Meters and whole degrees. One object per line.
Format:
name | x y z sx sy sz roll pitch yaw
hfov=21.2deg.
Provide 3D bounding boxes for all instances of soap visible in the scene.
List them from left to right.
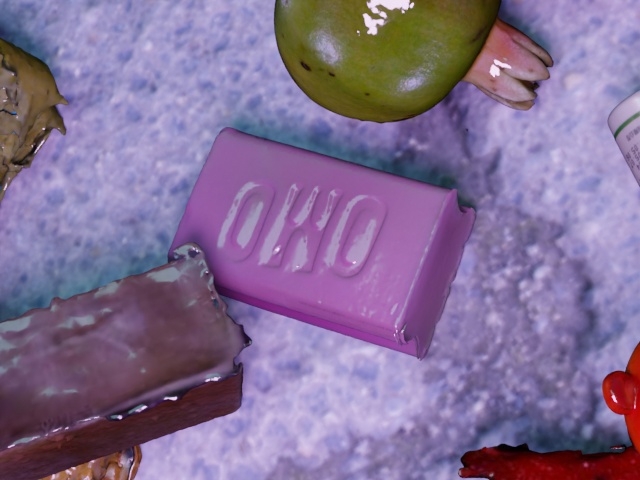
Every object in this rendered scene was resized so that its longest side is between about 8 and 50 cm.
soap | 0.000 0.000 1.255 0.203 0.065 0.122 16 79 26

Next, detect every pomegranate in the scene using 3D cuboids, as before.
pomegranate | 0.070 -0.158 1.234 0.210 0.180 0.180 31 85 -2

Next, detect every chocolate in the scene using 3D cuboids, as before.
chocolate | -0.205 0.118 1.226 0.321 0.112 0.112 -20 64 -4

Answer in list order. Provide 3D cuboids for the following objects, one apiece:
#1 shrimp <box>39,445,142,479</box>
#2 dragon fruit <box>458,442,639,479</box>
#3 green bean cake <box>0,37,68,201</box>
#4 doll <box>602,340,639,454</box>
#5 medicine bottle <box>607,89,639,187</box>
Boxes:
shrimp | -0.227 0.227 1.269 0.117 0.066 0.262 19 82 27
dragon fruit | 0.244 0.270 1.024 0.282 0.100 0.343 -8 53 3
green bean cake | -0.337 -0.045 1.336 0.285 0.202 0.310 40 90 27
doll | 0.272 0.108 1.043 0.217 0.085 0.183 -4 66 -15
medicine bottle | 0.280 -0.008 1.145 0.092 0.061 0.220 -23 72 -3
